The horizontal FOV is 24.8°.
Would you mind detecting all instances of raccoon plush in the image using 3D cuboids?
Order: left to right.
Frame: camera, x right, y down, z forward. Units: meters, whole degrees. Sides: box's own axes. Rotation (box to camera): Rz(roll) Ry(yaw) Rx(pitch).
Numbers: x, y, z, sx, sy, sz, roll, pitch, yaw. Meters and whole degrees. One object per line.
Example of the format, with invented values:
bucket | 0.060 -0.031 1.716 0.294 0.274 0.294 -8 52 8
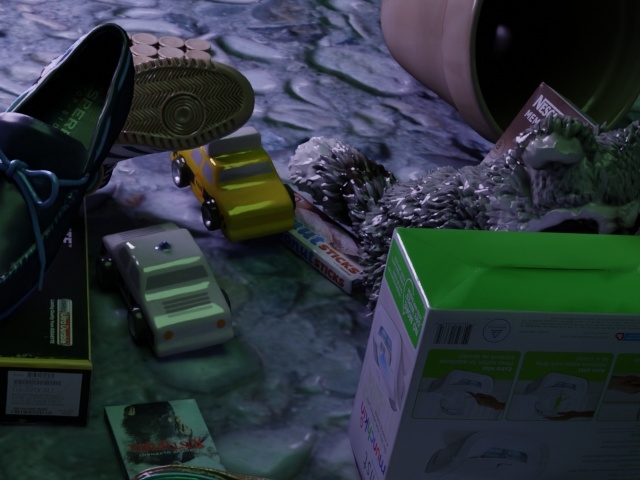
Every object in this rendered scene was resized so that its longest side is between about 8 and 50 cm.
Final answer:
raccoon plush | 0.131 -0.066 1.454 0.446 0.299 0.216 36 36 26

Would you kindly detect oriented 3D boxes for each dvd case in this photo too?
dvd case | -0.135 0.182 1.277 0.087 0.013 0.119 -3 34 -21

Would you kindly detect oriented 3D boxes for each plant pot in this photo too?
plant pot | 0.233 -0.289 1.931 0.323 0.323 0.280 -12 21 -33

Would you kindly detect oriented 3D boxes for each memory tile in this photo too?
memory tile | -0.221 -0.251 1.972 0.148 0.012 0.113 6 31 -9

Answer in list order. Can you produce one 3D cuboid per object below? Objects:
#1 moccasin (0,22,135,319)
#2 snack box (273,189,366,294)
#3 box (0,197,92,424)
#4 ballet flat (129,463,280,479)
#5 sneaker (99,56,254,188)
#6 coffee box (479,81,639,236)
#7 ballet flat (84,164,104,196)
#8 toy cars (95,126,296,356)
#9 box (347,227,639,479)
moccasin | -0.273 -0.078 1.337 0.138 0.117 0.342 21 52 -3
snack box | 0.000 0.000 1.611 0.064 0.022 0.178 -18 41 -37
box | -0.348 0.045 1.380 0.257 0.079 0.322 2 32 -11
ballet flat | -0.057 0.224 1.197 0.206 0.073 0.067 13 3 -1
sneaker | -0.205 -0.121 1.577 0.282 0.099 0.153 -13 -8 2
coffee box | 0.291 -0.056 1.634 0.098 0.141 0.246 29 16 -31
ballet flat | -0.331 -0.087 1.463 0.232 0.080 0.073 9 1 -5
toy cars | -0.127 -0.028 1.530 0.176 0.087 0.393 11 35 11
box | 0.178 0.120 1.260 0.262 0.231 0.127 1 34 -15
